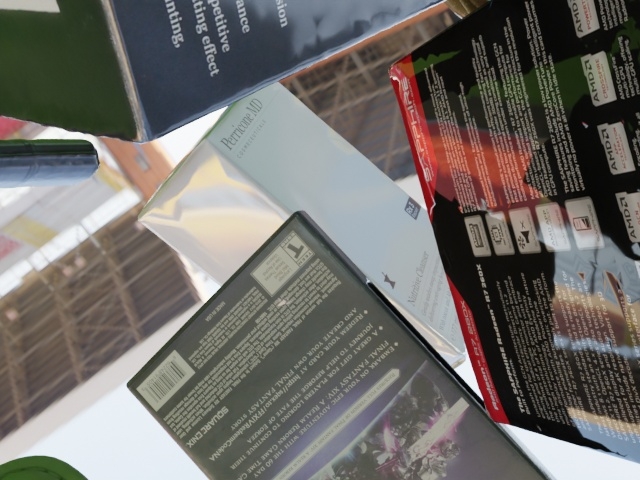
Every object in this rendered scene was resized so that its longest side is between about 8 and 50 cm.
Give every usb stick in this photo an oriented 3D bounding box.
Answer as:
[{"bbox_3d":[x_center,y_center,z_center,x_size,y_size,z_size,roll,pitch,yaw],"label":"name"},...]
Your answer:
[{"bbox_3d":[-0.328,-0.067,0.862,0.077,0.045,0.278,-5,-179,44],"label":"usb stick"}]

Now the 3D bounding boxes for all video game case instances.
[{"bbox_3d":[0.011,0.143,0.705,0.196,0.274,0.026,-45,174,15],"label":"video game case"}]

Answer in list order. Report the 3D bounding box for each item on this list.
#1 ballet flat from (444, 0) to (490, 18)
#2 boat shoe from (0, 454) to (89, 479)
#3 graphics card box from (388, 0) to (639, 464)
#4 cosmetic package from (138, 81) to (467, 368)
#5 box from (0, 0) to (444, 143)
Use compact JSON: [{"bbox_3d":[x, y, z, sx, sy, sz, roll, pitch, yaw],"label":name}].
[{"bbox_3d":[0.207,-0.204,0.916,0.116,0.124,0.342,-45,-125,7],"label":"ballet flat"},{"bbox_3d":[-0.075,0.175,0.312,0.081,0.068,0.227,-22,-132,-11],"label":"boat shoe"},{"bbox_3d":[0.156,-0.018,0.419,0.094,0.232,0.371,-16,-179,-14],"label":"graphics card box"},{"bbox_3d":[0.000,0.000,1.165,0.156,0.385,0.217,-41,-165,33],"label":"cosmetic package"},{"bbox_3d":[-0.064,-0.282,0.659,0.212,0.293,0.395,15,-143,44],"label":"box"}]
